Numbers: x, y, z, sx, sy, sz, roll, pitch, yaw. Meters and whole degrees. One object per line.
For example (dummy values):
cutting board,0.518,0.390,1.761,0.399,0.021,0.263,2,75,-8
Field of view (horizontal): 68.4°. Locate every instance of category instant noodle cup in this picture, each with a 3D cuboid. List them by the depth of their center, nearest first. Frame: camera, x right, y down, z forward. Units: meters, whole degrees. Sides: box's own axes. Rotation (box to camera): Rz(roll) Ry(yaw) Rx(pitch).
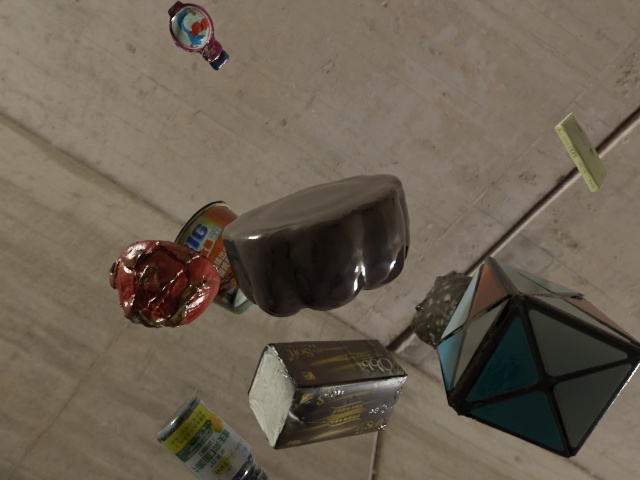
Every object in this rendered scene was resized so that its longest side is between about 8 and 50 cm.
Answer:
instant noodle cup,-0.263,0.061,1.353,0.214,0.296,0.296,30,-52,16

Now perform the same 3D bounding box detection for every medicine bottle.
medicine bottle,-0.271,0.550,1.219,0.293,0.141,0.141,45,-56,-4

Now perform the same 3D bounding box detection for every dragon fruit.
dragon fruit,-0.321,0.117,0.943,0.224,0.148,0.218,-1,-39,8

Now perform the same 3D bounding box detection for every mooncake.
mooncake,0.000,0.000,0.779,0.306,0.306,0.154,-8,-70,20

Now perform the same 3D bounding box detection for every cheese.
cheese,-0.250,-0.419,0.968,0.095,0.038,0.145,-48,-57,-6

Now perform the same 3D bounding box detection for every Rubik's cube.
Rubik's cube,0.392,0.207,0.898,0.248,0.250,0.246,23,-74,2

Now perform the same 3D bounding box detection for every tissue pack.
tissue pack,0.024,0.387,1.241,0.370,0.198,0.210,5,-69,-34

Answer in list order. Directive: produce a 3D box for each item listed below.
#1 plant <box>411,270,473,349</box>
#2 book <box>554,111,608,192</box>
plant,0.359,0.200,1.259,0.213,0.312,0.215,37,-94,-17
book,0.387,-0.132,0.694,0.014,0.077,0.111,-28,-85,46
